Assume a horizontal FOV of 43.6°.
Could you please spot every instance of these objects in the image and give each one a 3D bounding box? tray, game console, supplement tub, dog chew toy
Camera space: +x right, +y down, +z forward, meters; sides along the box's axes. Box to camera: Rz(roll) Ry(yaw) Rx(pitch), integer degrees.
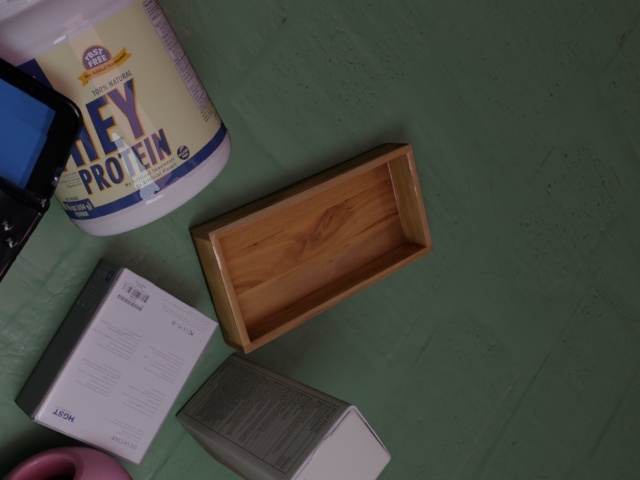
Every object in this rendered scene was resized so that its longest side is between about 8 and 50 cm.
[{"bbox_3d":[0.000,0.000,1.327,0.411,0.076,0.203,-27,112,-31],"label":"tray"},{"bbox_3d":[-0.446,-0.092,0.860,0.293,0.173,0.250,31,73,-10],"label":"game console"},{"bbox_3d":[-0.279,-0.195,0.989,0.235,0.235,0.325,-40,118,-24],"label":"supplement tub"},{"bbox_3d":[-0.323,0.443,1.093,0.206,0.206,0.332,-29,124,-29],"label":"dog chew toy"}]

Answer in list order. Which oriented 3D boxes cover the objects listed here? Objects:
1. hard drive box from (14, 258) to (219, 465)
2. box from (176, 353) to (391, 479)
[{"bbox_3d":[-0.284,0.172,1.136,0.181,0.089,0.232,38,75,-34],"label":"hard drive box"},{"bbox_3d":[-0.063,0.287,1.177,0.148,0.311,0.121,-46,121,-21],"label":"box"}]
